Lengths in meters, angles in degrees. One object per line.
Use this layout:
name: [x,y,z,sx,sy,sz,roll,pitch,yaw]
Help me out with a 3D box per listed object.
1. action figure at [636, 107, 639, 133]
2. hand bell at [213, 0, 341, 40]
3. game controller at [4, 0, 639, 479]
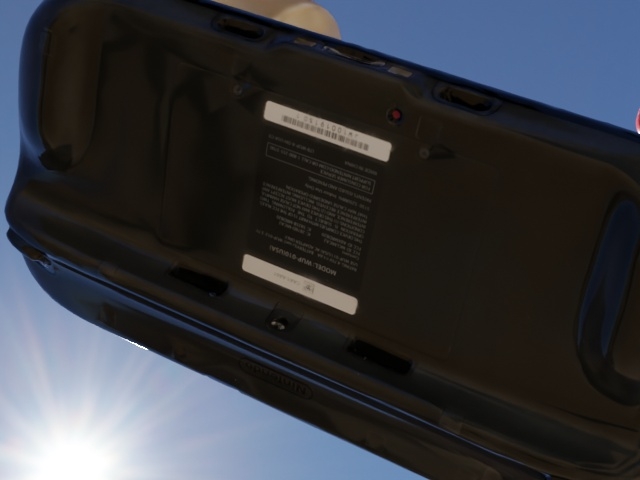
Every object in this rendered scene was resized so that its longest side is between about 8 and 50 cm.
action figure: [0.271,0.021,0.499,0.139,0.280,0.091,-43,-23,-18]
hand bell: [0.014,-0.080,0.500,0.126,0.242,0.126,-26,-47,-32]
game controller: [0.000,0.000,0.398,0.067,0.319,0.166,-30,-42,-62]
